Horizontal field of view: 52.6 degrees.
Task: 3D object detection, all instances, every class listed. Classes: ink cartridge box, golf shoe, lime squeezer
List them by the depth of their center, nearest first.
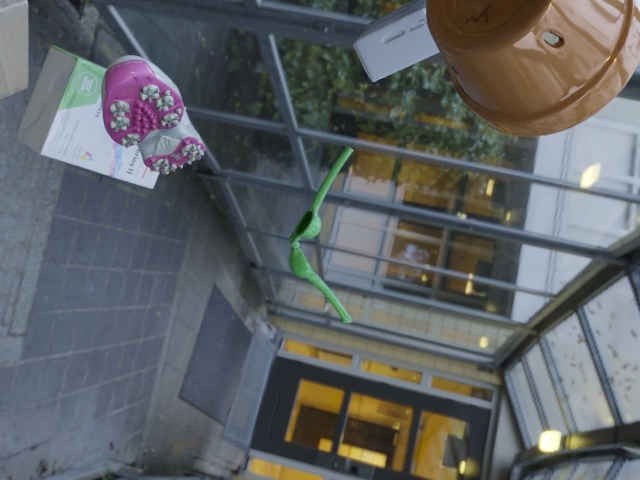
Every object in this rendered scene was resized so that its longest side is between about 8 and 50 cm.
[{"bbox_3d":[-0.259,-0.203,0.951,0.306,0.115,0.140,93,-25,-77],"label":"golf shoe"},{"bbox_3d":[0.000,0.000,1.083,0.059,0.109,0.311,-74,164,-73],"label":"lime squeezer"},{"bbox_3d":[0.171,-0.424,1.339,0.093,0.160,0.219,60,26,-20],"label":"ink cartridge box"},{"bbox_3d":[-0.433,-0.244,1.396,0.353,0.119,0.207,16,99,-54],"label":"ink cartridge box"}]

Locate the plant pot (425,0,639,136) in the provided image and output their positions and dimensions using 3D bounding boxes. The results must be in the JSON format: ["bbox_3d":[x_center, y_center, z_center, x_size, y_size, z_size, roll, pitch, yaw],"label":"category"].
[{"bbox_3d":[0.288,-0.319,0.926,0.203,0.290,0.291,18,84,-48],"label":"plant pot"}]

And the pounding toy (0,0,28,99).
[{"bbox_3d":[-0.323,-0.182,0.522,0.100,0.141,0.130,-38,174,-34],"label":"pounding toy"}]
